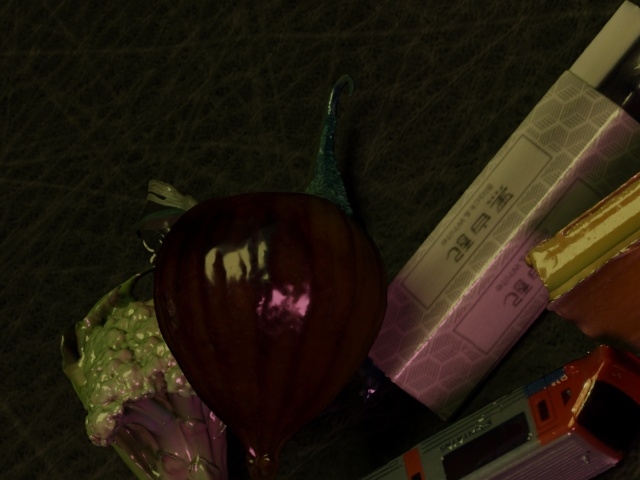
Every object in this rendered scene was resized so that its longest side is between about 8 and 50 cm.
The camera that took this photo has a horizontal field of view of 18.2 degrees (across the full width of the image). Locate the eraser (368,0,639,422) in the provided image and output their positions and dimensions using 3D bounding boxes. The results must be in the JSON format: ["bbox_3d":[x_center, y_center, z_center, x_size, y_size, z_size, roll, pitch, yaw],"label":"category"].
[{"bbox_3d":[0.197,-0.025,1.825,0.404,0.096,0.098,-51,39,6],"label":"eraser"}]

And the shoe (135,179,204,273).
[{"bbox_3d":[-0.152,-0.001,2.163,0.169,0.071,0.099,27,88,53],"label":"shoe"}]

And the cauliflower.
[{"bbox_3d":[-0.139,0.179,1.965,0.256,0.239,0.315,0,101,61],"label":"cauliflower"}]

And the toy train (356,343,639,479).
[{"bbox_3d":[0.113,0.223,1.751,0.409,0.086,0.089,-31,47,25],"label":"toy train"}]

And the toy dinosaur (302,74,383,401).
[{"bbox_3d":[-0.010,0.006,2.021,0.147,0.076,0.363,-16,59,25],"label":"toy dinosaur"}]

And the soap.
[{"bbox_3d":[0.302,0.000,1.681,0.233,0.135,0.076,-36,45,20],"label":"soap"}]

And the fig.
[{"bbox_3d":[-0.037,0.118,1.777,0.217,0.217,0.321,-5,87,41],"label":"fig"}]
